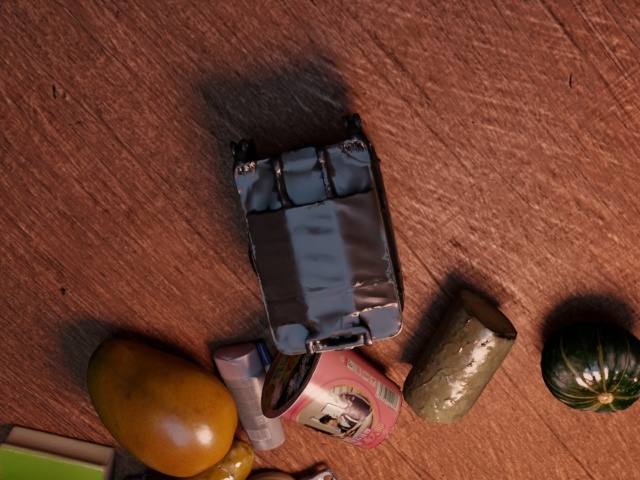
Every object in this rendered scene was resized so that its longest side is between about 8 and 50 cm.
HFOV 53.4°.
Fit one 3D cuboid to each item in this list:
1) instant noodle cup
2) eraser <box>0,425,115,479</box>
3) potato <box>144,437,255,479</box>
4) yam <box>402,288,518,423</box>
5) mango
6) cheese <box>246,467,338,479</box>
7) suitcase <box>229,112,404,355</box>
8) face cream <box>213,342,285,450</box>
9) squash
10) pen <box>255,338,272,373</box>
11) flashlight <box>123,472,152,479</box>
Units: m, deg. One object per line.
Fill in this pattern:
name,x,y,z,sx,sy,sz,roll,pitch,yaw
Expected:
instant noodle cup,0.032,0.329,1.384,0.255,0.244,0.244,34,114,-20
eraser,-0.680,0.605,1.642,0.274,0.092,0.210,11,116,-1
potato,-0.311,0.590,1.536,0.369,0.177,0.195,-36,144,13
yam,0.295,0.248,1.345,0.161,0.161,0.268,21,114,-5
mango,-0.365,0.370,1.434,0.378,0.221,0.264,35,125,5
cheese,-0.084,0.646,1.608,0.286,0.082,0.163,-25,111,15
suitcase,0.000,0.000,1.211,0.283,0.194,0.434,-12,97,8
face cream,-0.160,0.366,1.488,0.107,0.073,0.269,-12,113,13
squash,0.565,0.260,1.316,0.218,0.172,0.218,-1,118,-1
pen,-0.111,0.318,1.490,0.025,0.025,0.204,-14,112,11
flashlight,-0.482,0.643,1.662,0.129,0.051,0.051,-22,111,17
